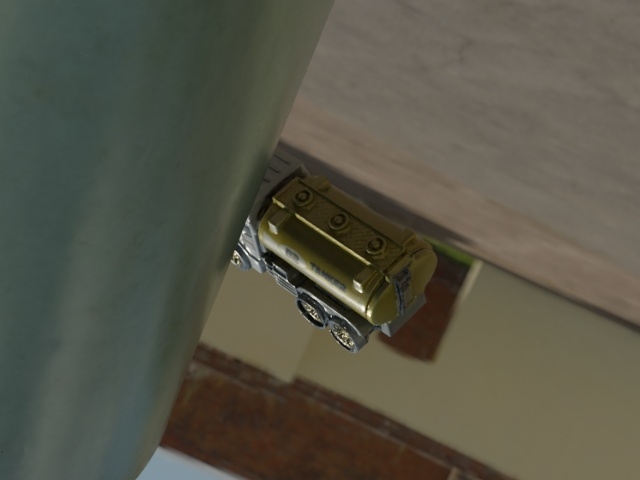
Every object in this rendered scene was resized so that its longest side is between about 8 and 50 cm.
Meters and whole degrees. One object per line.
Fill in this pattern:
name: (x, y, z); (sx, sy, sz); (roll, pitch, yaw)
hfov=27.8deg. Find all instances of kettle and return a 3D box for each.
kettle: (-0.158, -0.125, 0.412); (0.361, 0.376, 0.250); (24, -146, -6)

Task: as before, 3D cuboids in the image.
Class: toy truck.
toy truck: (0.000, 0.000, 0.612); (0.123, 0.052, 0.063); (34, 156, 32)
